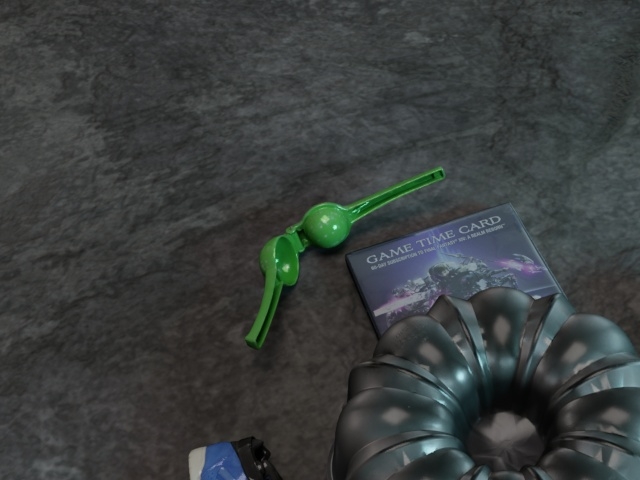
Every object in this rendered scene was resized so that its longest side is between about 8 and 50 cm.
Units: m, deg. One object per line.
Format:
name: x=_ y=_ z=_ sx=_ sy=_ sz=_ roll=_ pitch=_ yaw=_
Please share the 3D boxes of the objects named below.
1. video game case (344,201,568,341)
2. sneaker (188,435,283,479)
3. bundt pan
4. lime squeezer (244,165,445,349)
video game case: x=0.157 y=0.083 z=1.215 sx=0.196 sy=0.026 sz=0.274 roll=-18 pitch=45 yaw=-5
sneaker: x=-0.073 y=0.244 z=1.086 sx=0.085 sy=0.058 sz=0.152 roll=-18 pitch=39 yaw=6
bundt pan: x=0.162 y=0.175 z=1.034 sx=0.331 sy=0.124 sz=0.330 roll=-4 pitch=54 yaw=5
lime squeezer: x=0.000 y=0.000 z=1.285 sx=0.310 sy=0.058 sz=0.110 roll=-41 pitch=17 yaw=-27
